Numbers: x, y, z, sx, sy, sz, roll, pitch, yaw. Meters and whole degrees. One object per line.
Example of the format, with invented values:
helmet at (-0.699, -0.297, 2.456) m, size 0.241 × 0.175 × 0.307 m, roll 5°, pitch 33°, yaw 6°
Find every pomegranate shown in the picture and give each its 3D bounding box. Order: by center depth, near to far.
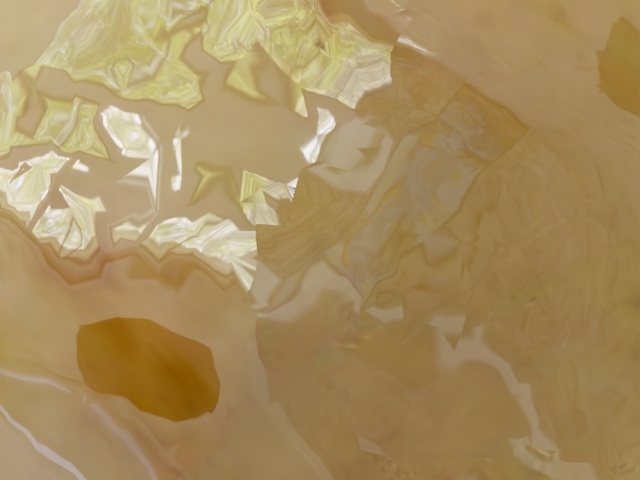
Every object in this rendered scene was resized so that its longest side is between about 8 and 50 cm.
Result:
pomegranate at (0.000, 0.000, 0.582) m, size 0.411 × 0.411 × 0.411 m, roll 40°, pitch 178°, yaw 2°
